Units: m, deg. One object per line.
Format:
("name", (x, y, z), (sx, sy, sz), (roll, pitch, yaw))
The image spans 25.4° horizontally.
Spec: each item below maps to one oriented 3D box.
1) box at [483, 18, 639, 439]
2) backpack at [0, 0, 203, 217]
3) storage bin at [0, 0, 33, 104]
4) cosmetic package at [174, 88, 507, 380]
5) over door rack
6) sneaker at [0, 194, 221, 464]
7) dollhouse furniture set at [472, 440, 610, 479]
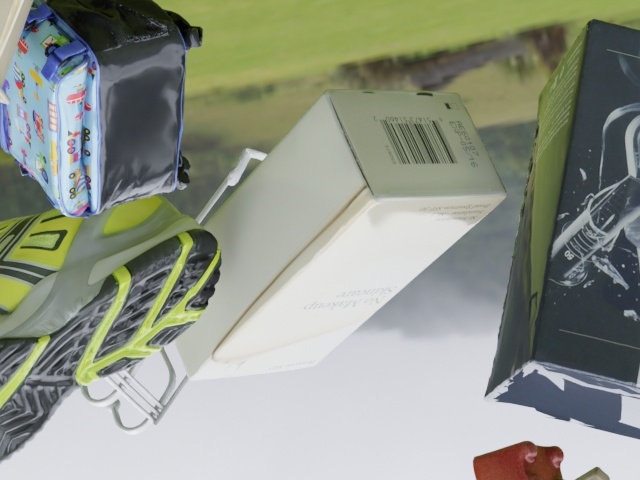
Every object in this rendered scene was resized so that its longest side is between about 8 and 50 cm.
("box", (0.349, 0.017, 1.238), (0.343, 0.313, 0.179), (13, 163, -3))
("backpack", (-0.173, -0.121, 0.993), (0.116, 0.158, 0.173), (-21, -129, -30))
("storage bin", (-0.287, -0.189, 0.767), (0.262, 0.123, 0.260), (19, 175, -4))
("cosmetic package", (0.000, 0.000, 1.252), (0.160, 0.113, 0.309), (-4, 150, -38))
("over door rack", (-0.154, 0.051, 1.585), (0.324, 0.108, 0.239), (-44, 155, -8))
("sneaker", (-0.268, 0.075, 1.151), (0.384, 0.145, 0.147), (-29, -128, -31))
("dollhouse furniture set", (0.154, 0.344, 1.300), (0.152, 0.201, 0.374), (-32, -160, 37))
